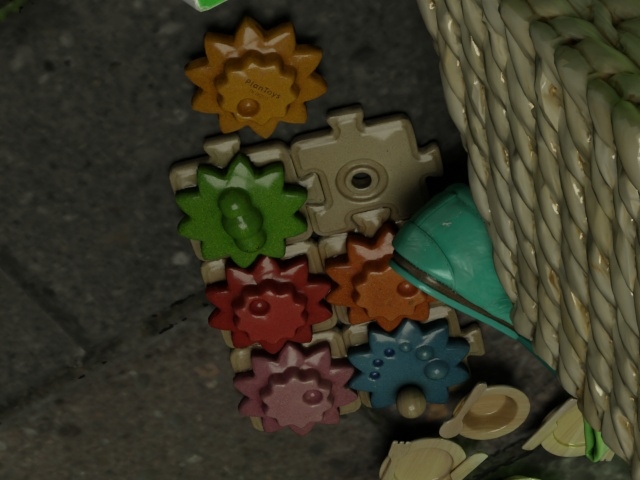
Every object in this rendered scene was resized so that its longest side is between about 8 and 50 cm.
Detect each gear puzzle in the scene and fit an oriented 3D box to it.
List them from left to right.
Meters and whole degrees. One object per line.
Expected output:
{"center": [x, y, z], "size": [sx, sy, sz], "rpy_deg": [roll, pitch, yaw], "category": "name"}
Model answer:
{"center": [0.000, 0.000, 1.244], "size": [0.175, 0.044, 0.339], "rpy_deg": [-12, 128, 5], "category": "gear puzzle"}

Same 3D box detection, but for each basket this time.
{"center": [0.238, -0.052, 1.007], "size": [0.266, 0.328, 0.331], "rpy_deg": [-23, 125, -7], "category": "basket"}

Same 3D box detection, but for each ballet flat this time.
{"center": [0.147, 0.036, 1.259], "size": [0.247, 0.083, 0.087], "rpy_deg": [34, 95, -39], "category": "ballet flat"}

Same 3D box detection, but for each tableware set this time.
{"center": [0.130, 0.151, 1.378], "size": [0.169, 0.020, 0.141], "rpy_deg": [16, 128, -27], "category": "tableware set"}

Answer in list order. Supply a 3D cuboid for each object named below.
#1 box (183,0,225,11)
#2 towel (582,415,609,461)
{"center": [-0.006, -0.234, 0.868], "size": [0.262, 0.231, 0.126], "rpy_deg": [-28, 124, -15], "category": "box"}
{"center": [0.223, 0.064, 1.268], "size": [0.152, 0.023, 0.113], "rpy_deg": [-39, 134, -28], "category": "towel"}
